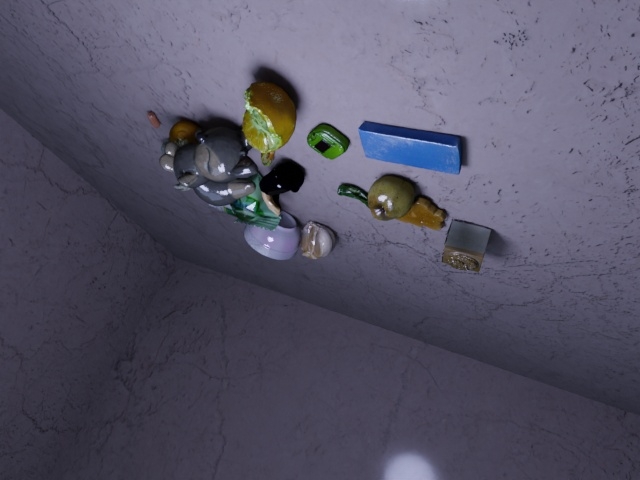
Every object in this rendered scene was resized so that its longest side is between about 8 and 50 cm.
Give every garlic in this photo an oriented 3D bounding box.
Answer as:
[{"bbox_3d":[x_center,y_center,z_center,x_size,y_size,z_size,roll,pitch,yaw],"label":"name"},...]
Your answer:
[{"bbox_3d":[0.000,0.000,2.352,0.142,0.178,0.229,1,-168,-28],"label":"garlic"}]

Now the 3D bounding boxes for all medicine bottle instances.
[{"bbox_3d":[-0.497,-0.185,2.549,0.183,0.070,0.119,22,162,12],"label":"medicine bottle"}]

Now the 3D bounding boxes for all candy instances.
[{"bbox_3d":[-0.351,-0.235,2.140,0.262,0.172,0.398,4,139,36],"label":"candy"}]

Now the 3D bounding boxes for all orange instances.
[{"bbox_3d":[-0.156,-0.389,1.509,0.179,0.158,0.237,59,162,19],"label":"orange"},{"bbox_3d":[-0.541,-0.411,1.959,0.154,0.134,0.155,23,167,6],"label":"orange"}]

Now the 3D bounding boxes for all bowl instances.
[{"bbox_3d":[-0.216,-0.052,2.334,0.286,0.287,0.144,27,119,-5],"label":"bowl"}]

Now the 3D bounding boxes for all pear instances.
[{"bbox_3d":[0.246,-0.147,1.690,0.167,0.136,0.167,29,146,22],"label":"pear"}]

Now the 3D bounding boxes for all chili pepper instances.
[{"bbox_3d":[0.151,-0.170,1.872,0.182,0.050,0.073,28,152,-15],"label":"chili pepper"}]

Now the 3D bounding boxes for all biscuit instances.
[{"bbox_3d":[0.356,-0.104,1.811,0.238,0.041,0.212,7,158,37],"label":"biscuit"}]

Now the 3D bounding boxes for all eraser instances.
[{"bbox_3d":[0.274,-0.282,1.466,0.311,0.043,0.144,15,157,24],"label":"eraser"}]

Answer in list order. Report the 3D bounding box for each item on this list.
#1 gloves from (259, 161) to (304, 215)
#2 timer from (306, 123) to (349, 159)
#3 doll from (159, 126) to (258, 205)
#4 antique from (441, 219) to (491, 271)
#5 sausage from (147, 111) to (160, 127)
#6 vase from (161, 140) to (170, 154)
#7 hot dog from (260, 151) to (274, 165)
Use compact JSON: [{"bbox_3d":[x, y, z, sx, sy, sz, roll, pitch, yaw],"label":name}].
[{"bbox_3d":[-0.159,-0.215,1.975,0.152,0.197,0.301,54,150,22],"label":"gloves"},{"bbox_3d":[0.022,-0.331,1.628,0.128,0.047,0.140,33,158,-19],"label":"timer"},{"bbox_3d":[-0.380,-0.299,1.885,0.381,0.253,0.378,-5,168,20],"label":"doll"},{"bbox_3d":[0.533,0.027,1.776,0.151,0.148,0.147,15,159,18],"label":"antique"},{"bbox_3d":[-0.709,-0.511,2.044,0.034,0.034,0.083,20,159,13],"label":"sausage"},{"bbox_3d":[-0.613,-0.383,2.131,0.248,0.128,0.128,23,162,35],"label":"vase"},{"bbox_3d":[-0.213,-0.331,1.905,0.056,0.041,0.133,27,159,-5],"label":"hot dog"}]
